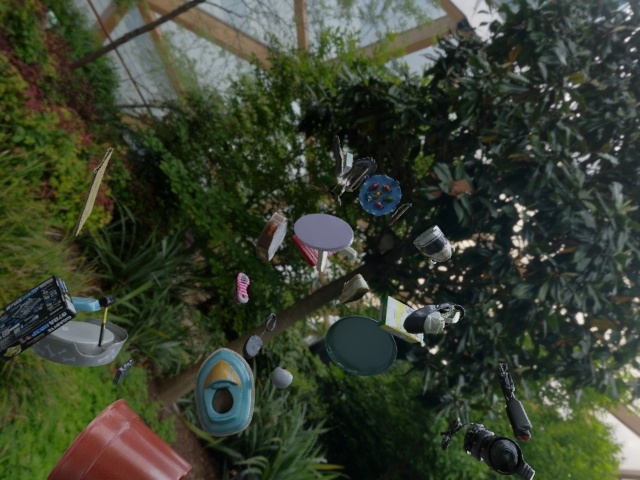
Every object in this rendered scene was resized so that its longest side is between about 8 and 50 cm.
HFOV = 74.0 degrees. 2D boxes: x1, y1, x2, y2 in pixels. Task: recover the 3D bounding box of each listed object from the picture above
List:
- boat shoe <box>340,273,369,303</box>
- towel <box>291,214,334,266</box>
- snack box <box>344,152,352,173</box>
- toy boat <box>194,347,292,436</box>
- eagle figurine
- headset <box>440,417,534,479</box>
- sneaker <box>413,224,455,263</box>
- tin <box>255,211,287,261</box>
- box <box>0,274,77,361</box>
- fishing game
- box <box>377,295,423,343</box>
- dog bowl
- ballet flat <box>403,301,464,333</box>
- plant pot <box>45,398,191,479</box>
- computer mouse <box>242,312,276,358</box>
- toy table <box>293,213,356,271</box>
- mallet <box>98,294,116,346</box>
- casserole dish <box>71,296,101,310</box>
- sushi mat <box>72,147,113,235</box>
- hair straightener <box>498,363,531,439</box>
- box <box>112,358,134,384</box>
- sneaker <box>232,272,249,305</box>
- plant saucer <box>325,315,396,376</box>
[{"bbox_3d":[0.077,0.116,1.004,0.135,0.050,0.045,127,-50,-61],"label":"boat shoe"},{"bbox_3d":[0.000,0.000,2.224,0.198,0.275,0.031,53,-32,8],"label":"towel"},{"bbox_3d":[0.125,-0.384,2.260,0.141,0.037,0.100,127,-24,-51],"label":"snack box"},{"bbox_3d":[-0.244,0.463,1.352,0.148,0.319,0.267,91,-13,-69],"label":"toy boat"},{"bbox_3d":[0.116,-0.326,2.053,0.298,0.226,0.225,-62,-150,24],"label":"eagle figurine"},{"bbox_3d":[0.631,0.817,1.630,0.394,0.185,0.243,42,-16,-13],"label":"headset"},{"bbox_3d":[0.463,0.022,1.735,0.127,0.126,0.321,52,14,2],"label":"sneaker"},{"bbox_3d":[-0.124,-0.005,1.085,0.040,0.106,0.189,33,-17,4],"label":"tin"},{"bbox_3d":[-0.859,0.225,1.265,0.175,0.220,0.051,40,-20,38],"label":"box"},{"bbox_3d":[0.263,-0.201,1.863,0.264,0.189,0.041,46,-1,14],"label":"fishing game"},{"bbox_3d":[0.270,0.266,1.396,0.179,0.105,0.043,29,-36,-23],"label":"box"},{"bbox_3d":[-0.986,0.407,1.735,0.349,0.102,0.349,16,0,0],"label":"dog bowl"},{"bbox_3d":[0.303,0.201,1.098,0.074,0.203,0.074,11,-75,50],"label":"ballet flat"},{"bbox_3d":[-0.504,0.609,1.108,0.265,0.272,0.272,33,-17,4],"label":"plant pot"},{"bbox_3d":[-0.260,0.402,1.804,0.041,0.242,0.071,-22,-69,40],"label":"computer mouse"},{"bbox_3d":[0.027,-0.002,1.909,0.274,0.252,0.160,26,-23,28],"label":"toy table"},{"bbox_3d":[-0.785,0.290,1.550,0.062,0.039,0.189,-63,162,-82],"label":"mallet"},{"bbox_3d":[-1.064,0.277,1.862,0.114,0.189,0.036,-164,-99,-78],"label":"casserole dish"},{"bbox_3d":[-0.788,-0.166,1.467,0.019,0.316,0.151,25,37,-21],"label":"sushi mat"},{"bbox_3d":[0.538,0.428,1.185,0.230,0.047,0.089,-75,158,-56],"label":"hair straightener"},{"bbox_3d":[-0.737,0.490,1.587,0.018,0.083,0.067,34,29,2],"label":"box"},{"bbox_3d":[-0.264,0.159,1.374,0.047,0.057,0.119,31,37,-31],"label":"sneaker"},{"bbox_3d":[0.179,0.459,1.875,0.317,0.318,0.043,62,25,-14],"label":"plant saucer"}]
